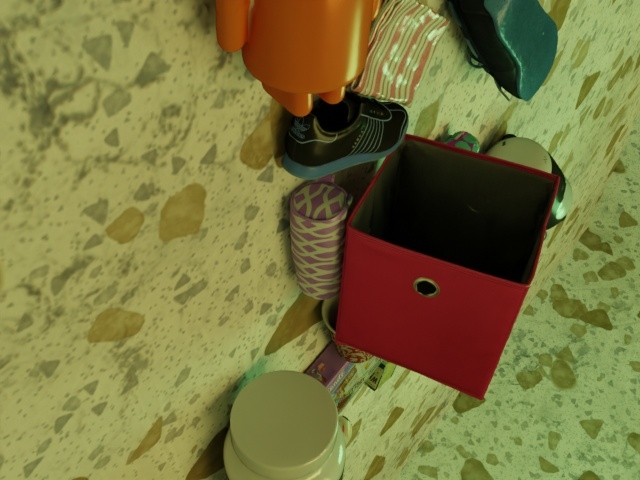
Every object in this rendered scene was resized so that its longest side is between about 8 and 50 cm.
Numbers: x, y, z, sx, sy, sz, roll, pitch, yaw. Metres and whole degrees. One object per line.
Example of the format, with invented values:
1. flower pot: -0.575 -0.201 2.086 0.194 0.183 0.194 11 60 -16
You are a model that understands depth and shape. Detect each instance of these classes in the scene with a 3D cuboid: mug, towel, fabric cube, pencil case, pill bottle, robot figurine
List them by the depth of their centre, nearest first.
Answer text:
1. robot figurine: -0.014 -0.225 0.589 0.220 0.157 0.128 95 -2 -45
2. towel: 0.117 -0.262 0.892 0.197 0.029 0.144 -7 126 -58
3. pencil case: 0.000 0.000 0.931 0.206 0.086 0.088 91 7 -50
4. fabric cube: 0.186 0.035 0.976 0.258 0.254 0.259 94 21 -44
5. pill bottle: -0.063 0.399 1.123 0.210 0.210 0.363 -38 149 -34
6. pencil case: 0.227 -0.151 1.170 0.151 0.064 0.070 -34 131 -38
7. mug: 0.082 0.154 1.202 0.150 0.113 0.169 -27 151 -9
8. robot figurine: 0.473 -0.121 1.472 0.174 0.209 0.278 -52 137 5

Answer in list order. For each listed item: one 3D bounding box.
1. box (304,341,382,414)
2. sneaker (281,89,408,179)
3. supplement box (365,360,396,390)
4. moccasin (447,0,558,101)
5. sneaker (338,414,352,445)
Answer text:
1. box: 0.049 0.275 1.352 0.293 0.057 0.201 -47 154 -19
2. sneaker: 0.047 -0.155 0.830 0.232 0.081 0.091 -31 152 -40
3. supplement box: 0.144 0.307 1.556 0.083 0.056 0.083 -26 141 -48
4. moccasin: 0.299 -0.339 1.028 0.138 0.116 0.342 -58 151 2
5. sneaker: 0.023 0.510 1.576 0.161 0.057 0.075 -62 160 17
